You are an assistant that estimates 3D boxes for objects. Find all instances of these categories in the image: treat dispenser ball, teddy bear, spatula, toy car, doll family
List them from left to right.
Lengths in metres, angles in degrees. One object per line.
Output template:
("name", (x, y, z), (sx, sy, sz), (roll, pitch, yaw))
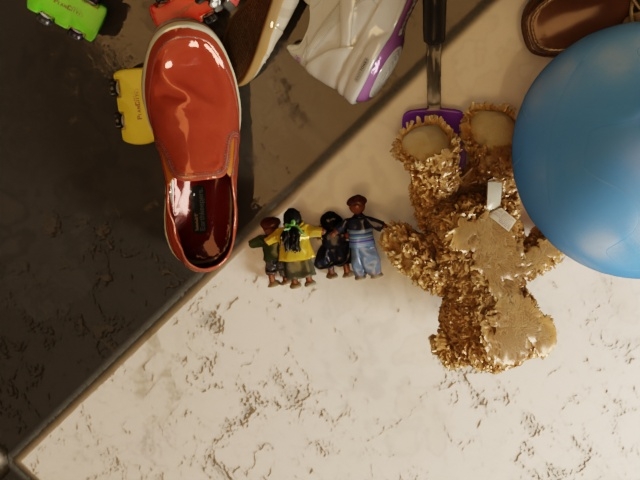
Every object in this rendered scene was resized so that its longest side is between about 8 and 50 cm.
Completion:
("toy car", (-0.257, -0.267, 1.399), (0.225, 0.053, 0.239), (28, 104, -8))
("doll family", (0.000, 0.000, 1.441), (0.193, 0.076, 0.111), (-8, 99, 2))
("spatula", (0.142, -0.223, 1.390), (0.084, 0.030, 0.296), (0, 104, 4))
("teddy bear", (0.193, -0.005, 1.394), (0.245, 0.113, 0.338), (-32, 103, -13))
("treat dispenser ball", (0.361, -0.100, 1.250), (0.288, 0.288, 0.288), (1, 104, 5))

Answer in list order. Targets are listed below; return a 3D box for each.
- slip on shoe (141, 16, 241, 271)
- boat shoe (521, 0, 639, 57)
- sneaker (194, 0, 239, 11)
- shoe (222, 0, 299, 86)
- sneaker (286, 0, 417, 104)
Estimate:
("slip on shoe", (-0.152, -0.111, 1.382), (0.123, 0.101, 0.331), (-7, 113, -13))
("boat shoe", (0.394, -0.299, 1.303), (0.324, 0.116, 0.123), (-21, 101, 10))
("sneaker", (-0.169, -0.385, 1.260), (0.276, 0.097, 0.135), (37, 89, -39))
("shoe", (-0.061, -0.274, 1.356), (0.076, 0.058, 0.219), (59, 139, 28))
("sneaker", (0.056, -0.321, 1.320), (0.152, 0.114, 0.305), (32, 111, 14))
